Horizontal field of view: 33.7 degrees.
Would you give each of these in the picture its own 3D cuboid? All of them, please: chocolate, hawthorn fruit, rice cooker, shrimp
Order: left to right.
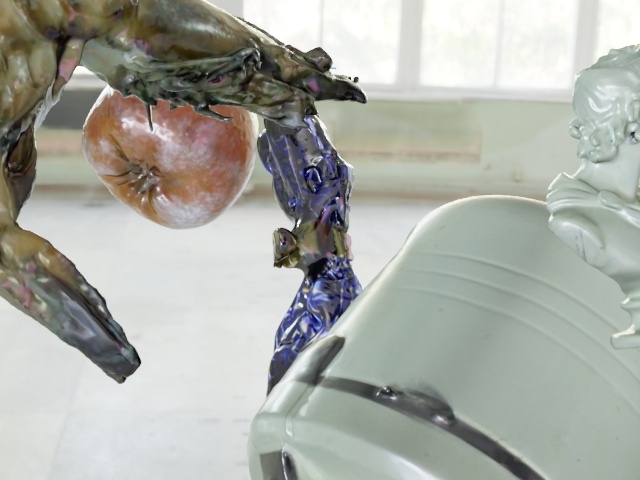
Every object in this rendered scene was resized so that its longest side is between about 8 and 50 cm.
[{"bbox_3d":[-0.204,-0.149,1.443,0.231,0.263,0.235,-26,-41,18],"label":"hawthorn fruit"},{"bbox_3d":[-0.065,-0.033,0.466,0.262,0.198,0.051,8,-25,-43],"label":"shrimp"},{"bbox_3d":[-0.003,-0.003,0.997,0.126,0.343,0.148,-14,-19,27],"label":"chocolate"},{"bbox_3d":[0.087,0.115,0.579,0.226,0.226,0.244,11,48,35],"label":"rice cooker"}]

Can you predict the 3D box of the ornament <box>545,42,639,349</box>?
[{"bbox_3d":[0.096,-0.011,0.331,0.041,0.092,0.068,-10,20,37],"label":"ornament"}]
